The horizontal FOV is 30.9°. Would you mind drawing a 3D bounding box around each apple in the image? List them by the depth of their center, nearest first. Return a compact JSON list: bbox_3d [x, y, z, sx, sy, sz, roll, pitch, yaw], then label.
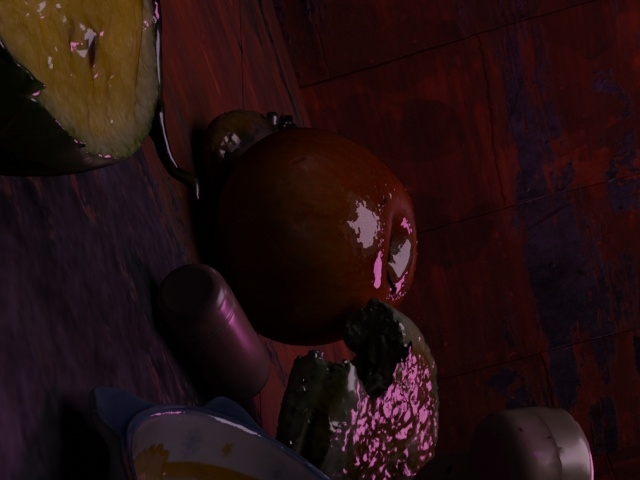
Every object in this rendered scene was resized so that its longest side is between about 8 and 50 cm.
[{"bbox_3d":[0.000,0.000,1.094,0.235,0.173,0.211,-30,126,-74],"label":"apple"}]

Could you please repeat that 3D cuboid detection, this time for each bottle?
[{"bbox_3d":[-0.076,0.070,0.855,0.140,0.053,0.053,69,8,-55],"label":"bottle"}]

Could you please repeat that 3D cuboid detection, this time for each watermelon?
[{"bbox_3d":[-0.130,-0.112,0.373,0.232,0.127,0.204,31,44,-80],"label":"watermelon"}]

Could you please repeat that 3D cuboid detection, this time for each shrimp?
[{"bbox_3d":[-0.081,-0.082,1.226,0.262,0.066,0.117,-30,126,-72],"label":"shrimp"}]

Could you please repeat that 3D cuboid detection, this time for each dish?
[{"bbox_3d":[-0.032,0.184,0.593,0.236,0.086,0.228,45,13,24],"label":"dish"}]

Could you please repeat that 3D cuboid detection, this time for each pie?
[{"bbox_3d":[0.033,0.205,1.003,0.302,0.066,0.303,8,90,-66],"label":"pie"}]

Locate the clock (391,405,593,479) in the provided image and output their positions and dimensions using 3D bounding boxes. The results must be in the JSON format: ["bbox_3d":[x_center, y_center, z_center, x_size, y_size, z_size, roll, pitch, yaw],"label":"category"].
[{"bbox_3d":[0.138,0.297,0.833,0.284,0.114,0.310,128,-46,-55],"label":"clock"}]
